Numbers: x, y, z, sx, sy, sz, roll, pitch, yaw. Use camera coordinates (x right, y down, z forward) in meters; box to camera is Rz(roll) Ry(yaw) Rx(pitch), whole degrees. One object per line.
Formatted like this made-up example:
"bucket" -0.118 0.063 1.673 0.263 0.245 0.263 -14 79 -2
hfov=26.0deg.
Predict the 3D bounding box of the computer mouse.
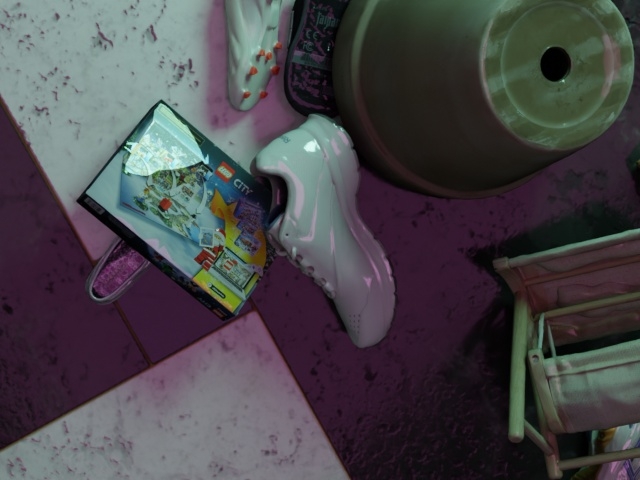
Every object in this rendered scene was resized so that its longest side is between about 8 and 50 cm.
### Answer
"computer mouse" 0.047 -0.274 1.725 0.184 0.060 0.262 6 91 -15

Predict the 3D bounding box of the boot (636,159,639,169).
"boot" 0.476 -0.016 1.771 0.283 0.109 0.220 -41 90 9

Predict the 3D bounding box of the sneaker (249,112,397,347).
"sneaker" 0.000 0.000 1.687 0.129 0.111 0.297 -25 102 -23

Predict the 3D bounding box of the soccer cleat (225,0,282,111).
"soccer cleat" -0.087 -0.258 1.707 0.076 0.068 0.196 21 106 30

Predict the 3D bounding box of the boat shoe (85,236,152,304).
"boat shoe" -0.224 0.003 1.704 0.184 0.063 0.066 -44 97 -3

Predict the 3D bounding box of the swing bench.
"swing bench" 0.362 0.129 1.676 0.253 0.165 0.254 -14 58 23

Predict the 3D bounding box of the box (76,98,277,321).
"box" -0.155 -0.036 1.681 0.233 0.044 0.159 41 63 -12

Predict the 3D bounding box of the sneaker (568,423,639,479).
"sneaker" 0.393 0.318 1.780 0.131 0.112 0.296 17 94 -11

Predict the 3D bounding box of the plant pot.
"plant pot" 0.207 -0.200 1.604 0.323 0.280 0.323 -2 95 -18
